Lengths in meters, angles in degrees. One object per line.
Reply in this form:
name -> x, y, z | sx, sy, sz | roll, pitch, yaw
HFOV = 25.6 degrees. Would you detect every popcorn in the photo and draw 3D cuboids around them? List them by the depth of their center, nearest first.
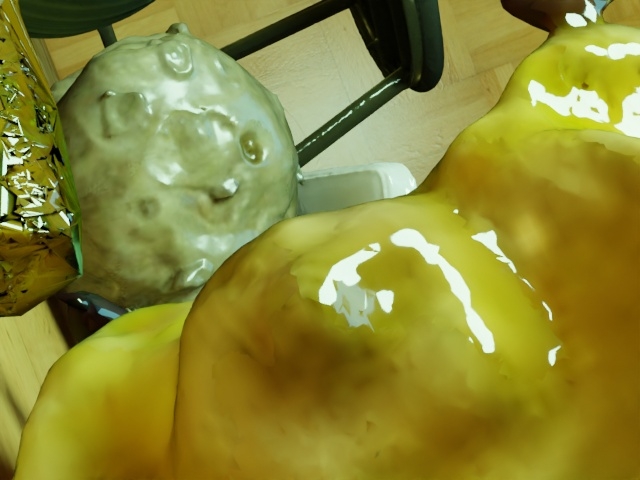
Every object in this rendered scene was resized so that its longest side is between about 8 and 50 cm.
popcorn -> 0.051, 0.089, 0.477 | 0.316, 0.297, 0.280 | -48, -124, 51

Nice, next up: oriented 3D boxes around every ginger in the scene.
ginger -> -0.080, 0.033, 0.881 | 0.375, 0.176, 0.256 | 68, -22, 14

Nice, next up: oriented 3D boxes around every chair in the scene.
chair -> -0.110, -0.229, 1.440 | 0.362, 0.410, 0.364 | -118, -170, -52

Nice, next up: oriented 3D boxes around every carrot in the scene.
carrot -> -0.138, -0.073, 0.524 | 0.069, 0.069, 0.228 | 78, -10, -59

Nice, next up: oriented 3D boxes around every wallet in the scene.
wallet -> 0.000, 0.000, 0.923 | 0.190, 0.033, 0.095 | -1, -85, 55

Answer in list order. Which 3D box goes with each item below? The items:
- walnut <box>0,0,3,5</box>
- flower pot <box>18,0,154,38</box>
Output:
walnut -> -0.137, -0.125, 0.359 | 0.143, 0.069, 0.170 | 77, -11, -62
flower pot -> -0.134, -0.197, 0.682 | 0.189, 0.157, 0.243 | 51, -27, -4
